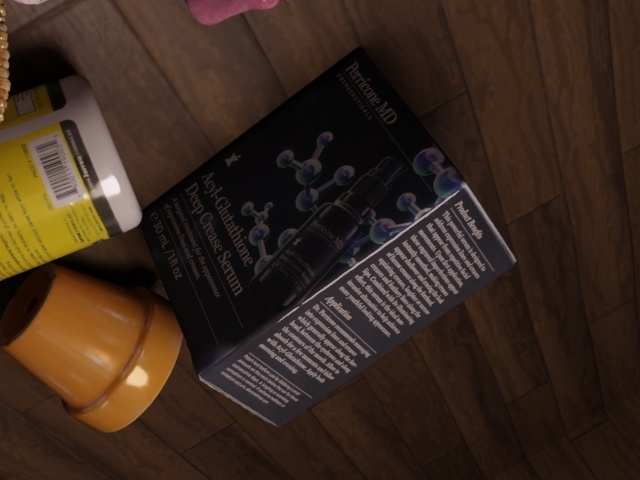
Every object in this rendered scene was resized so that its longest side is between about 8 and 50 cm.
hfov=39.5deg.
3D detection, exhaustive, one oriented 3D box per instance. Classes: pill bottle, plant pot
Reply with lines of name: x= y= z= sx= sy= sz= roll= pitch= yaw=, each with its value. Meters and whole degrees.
pill bottle: x=-0.385 y=-0.044 z=0.990 sx=0.334 sy=0.188 sz=0.188 roll=-22 pitch=140 yaw=-10
plant pot: x=-0.325 y=0.131 z=1.219 sx=0.205 sy=0.205 sz=0.188 roll=-43 pitch=124 yaw=15

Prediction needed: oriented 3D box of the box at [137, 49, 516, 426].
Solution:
box: x=0.000 y=0.000 z=1.188 sx=0.395 sy=0.293 sz=0.212 roll=-36 pitch=140 yaw=6

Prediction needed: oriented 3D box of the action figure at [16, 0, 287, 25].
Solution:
action figure: x=-0.096 y=-0.317 z=0.837 sx=0.370 sy=0.275 sz=0.248 roll=14 pitch=118 yaw=-24

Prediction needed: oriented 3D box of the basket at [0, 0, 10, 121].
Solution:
basket: x=-0.424 y=-0.217 z=0.767 sx=0.213 sy=0.223 sz=0.299 roll=-38 pitch=132 yaw=-42
